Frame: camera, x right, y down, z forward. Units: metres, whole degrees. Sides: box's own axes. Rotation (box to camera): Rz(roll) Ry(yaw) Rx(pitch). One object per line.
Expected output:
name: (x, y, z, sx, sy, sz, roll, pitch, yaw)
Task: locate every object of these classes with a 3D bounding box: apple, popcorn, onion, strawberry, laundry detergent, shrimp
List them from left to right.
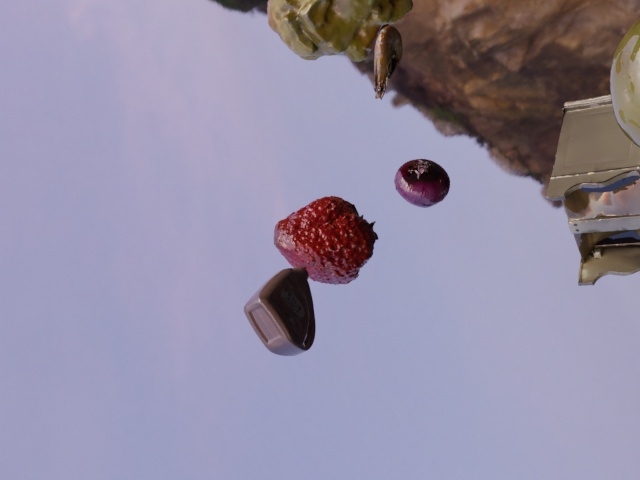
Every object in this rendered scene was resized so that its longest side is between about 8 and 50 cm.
laundry detergent: (-0.063, 0.152, 1.811, 0.171, 0.076, 0.237, 59, -153, -7)
strawberry: (0.000, 0.000, 2.297, 0.277, 0.257, 0.257, 6, -118, -28)
popcorn: (0.039, -0.480, 1.660, 0.252, 0.286, 0.215, 54, -159, -1)
shrimp: (0.102, -0.264, 1.241, 0.059, 0.023, 0.108, -16, -64, -45)
onion: (0.205, -0.122, 1.677, 0.104, 0.115, 0.115, 88, -176, -52)
apple: (0.567, -0.232, 1.231, 0.279, 0.279, 0.279, 36, -138, -40)

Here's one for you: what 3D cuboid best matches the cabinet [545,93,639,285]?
cabinet: (0.644, -0.110, 1.777, 0.290, 0.227, 0.318, 61, -142, -34)
